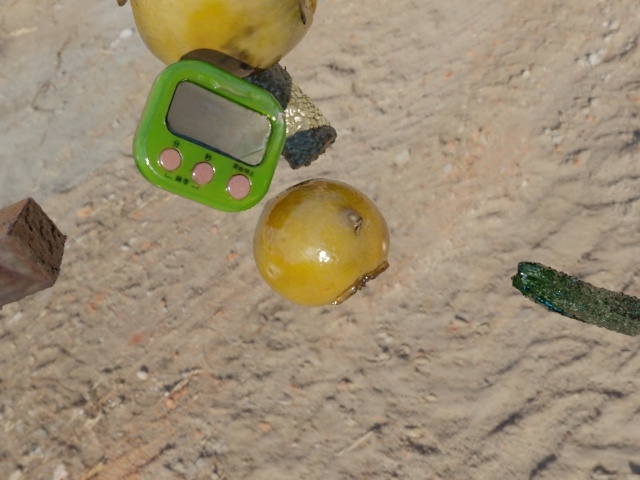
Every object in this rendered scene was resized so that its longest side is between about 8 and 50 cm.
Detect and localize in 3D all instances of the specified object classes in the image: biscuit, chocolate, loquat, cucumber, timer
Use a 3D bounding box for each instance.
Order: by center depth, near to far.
[{"bbox_3d":[-0.105,-0.099,0.689,0.047,0.140,0.128,8,79,62],"label":"timer"},{"bbox_3d":[0.273,0.064,0.725,0.043,0.257,0.044,-30,55,40],"label":"cucumber"},{"bbox_3d":[0.000,0.000,0.736,0.141,0.141,0.141,-14,46,15],"label":"loquat"},{"bbox_3d":[-0.120,-0.297,0.808,0.244,0.244,0.244,-14,46,15],"label":"loquat"},{"bbox_3d":[-0.506,0.046,0.974,0.321,0.112,0.112,-21,37,16],"label":"chocolate"},{"bbox_3d":[-0.052,-0.179,0.983,0.082,0.168,0.070,-39,-3,19],"label":"biscuit"}]
